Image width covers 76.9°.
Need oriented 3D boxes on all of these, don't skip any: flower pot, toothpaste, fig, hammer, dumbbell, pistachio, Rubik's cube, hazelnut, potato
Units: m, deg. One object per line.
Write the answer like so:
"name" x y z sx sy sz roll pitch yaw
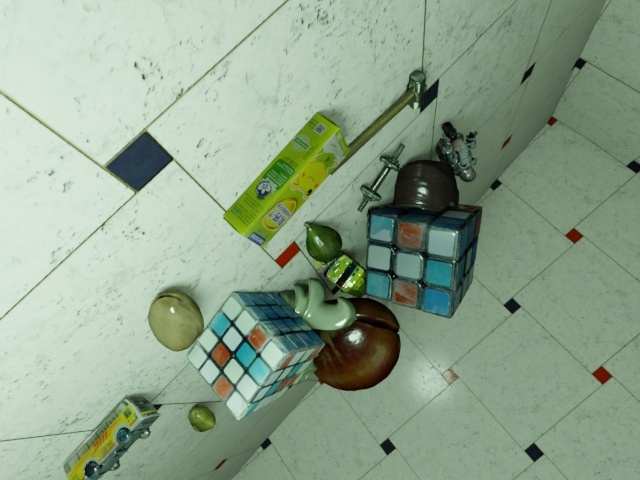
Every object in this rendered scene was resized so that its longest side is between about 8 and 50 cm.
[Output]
"flower pot" -0.069 0.305 1.412 0.367 0.254 0.164 -54 157 8
"toothpaste" -0.071 -0.134 0.924 0.327 0.077 0.110 -48 158 -1
"fig" 0.000 0.000 1.254 0.117 0.117 0.177 -47 147 -4
"hammer" 0.153 -0.311 1.108 0.365 0.043 0.111 -43 159 -7
"dumbbell" 0.194 -0.199 1.301 0.254 0.081 0.082 -57 156 19
"pistachio" -0.334 0.183 0.934 0.108 0.126 0.185 -88 -170 -48
"Rubik's cube" 0.398 0.047 1.555 0.362 0.359 0.363 -25 119 -57
"Rubik's cube" -0.190 0.329 1.221 0.253 0.256 0.259 -52 157 9
"hazelnut" 0.115 0.424 1.659 0.402 0.429 0.402 8 80 -52
"potato" -0.451 0.681 1.527 0.085 0.105 0.188 -56 178 -34

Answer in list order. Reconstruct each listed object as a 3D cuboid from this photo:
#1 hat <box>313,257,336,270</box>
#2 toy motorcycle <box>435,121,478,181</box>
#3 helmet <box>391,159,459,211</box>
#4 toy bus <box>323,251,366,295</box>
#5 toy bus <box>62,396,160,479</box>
"hat" 0.007 0.064 1.417 0.077 0.059 0.076 -29 167 -29
"toy motorcycle" 0.510 -0.337 1.510 0.134 0.207 0.401 -26 159 10
"helmet" 0.395 -0.213 1.500 0.305 0.225 0.177 -24 116 -55
"toy bus" 0.126 0.146 1.646 0.128 0.150 0.262 -51 157 2
"toy bus" -0.559 0.537 1.082 0.268 0.106 0.092 -46 158 1
